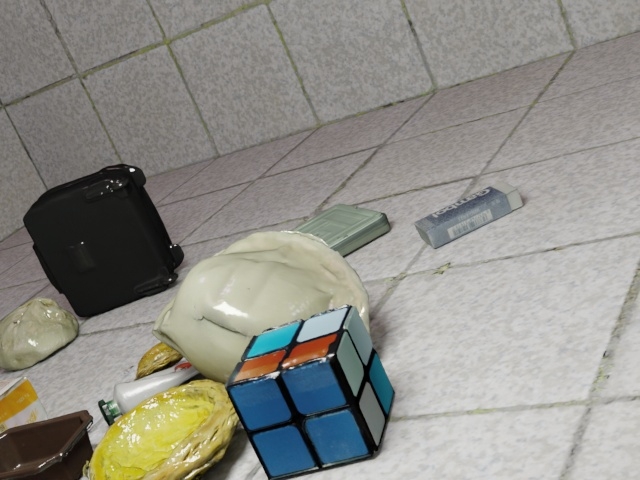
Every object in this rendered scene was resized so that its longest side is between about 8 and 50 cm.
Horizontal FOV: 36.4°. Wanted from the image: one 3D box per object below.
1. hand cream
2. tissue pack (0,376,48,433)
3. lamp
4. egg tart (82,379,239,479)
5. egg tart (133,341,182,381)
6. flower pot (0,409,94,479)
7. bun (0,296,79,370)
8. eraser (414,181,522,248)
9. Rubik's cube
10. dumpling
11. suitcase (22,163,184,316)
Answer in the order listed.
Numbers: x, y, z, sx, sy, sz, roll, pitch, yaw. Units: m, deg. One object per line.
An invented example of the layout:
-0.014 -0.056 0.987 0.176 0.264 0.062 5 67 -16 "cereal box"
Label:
-0.261 0.249 1.850 0.336 0.076 0.121 -27 1 -22 "hand cream"
-0.681 0.382 1.906 0.184 0.124 0.225 -11 21 35 "tissue pack"
0.000 0.000 2.277 0.266 0.047 0.269 -31 18 -17 "lamp"
-0.240 0.329 1.542 0.278 0.095 0.279 -23 22 10 "egg tart"
-0.324 0.238 1.925 0.128 0.049 0.129 -34 -7 -5 "egg tart"
-0.506 0.395 1.706 0.250 0.084 0.179 -16 18 22 "flower pot"
-0.718 0.222 2.436 0.231 0.133 0.231 -21 15 6 "bun"
0.308 -0.054 2.026 0.212 0.046 0.092 -25 17 -5 "eraser"
-0.011 0.219 1.425 0.183 0.167 0.180 -18 17 17 "Rubik's cube"
-0.087 0.109 1.669 0.395 0.233 0.316 15 64 28 "dumpling"
-0.566 0.004 2.522 0.339 0.345 0.188 -21 22 8 "suitcase"
